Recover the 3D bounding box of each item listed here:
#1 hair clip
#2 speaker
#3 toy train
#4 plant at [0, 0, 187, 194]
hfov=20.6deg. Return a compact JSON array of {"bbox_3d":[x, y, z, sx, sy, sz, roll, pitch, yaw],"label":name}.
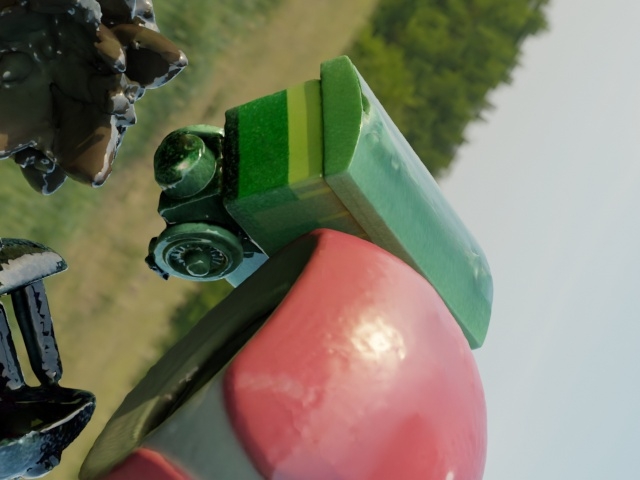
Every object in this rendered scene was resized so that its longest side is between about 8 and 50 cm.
[{"bbox_3d":[-0.293,0.087,1.103,0.206,0.194,0.310,-16,-174,-37],"label":"hair clip"},{"bbox_3d":[-0.019,0.131,1.218,0.294,0.294,0.294,-59,-179,1],"label":"speaker"},{"bbox_3d":[0.000,0.000,1.363,0.202,0.301,0.120,-16,-129,20],"label":"toy train"},{"bbox_3d":[-0.211,-0.132,1.356,0.320,0.194,0.181,-117,-139,-75],"label":"plant"}]
